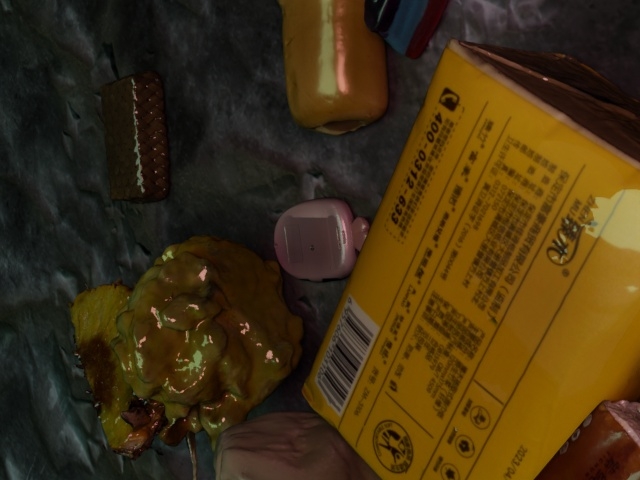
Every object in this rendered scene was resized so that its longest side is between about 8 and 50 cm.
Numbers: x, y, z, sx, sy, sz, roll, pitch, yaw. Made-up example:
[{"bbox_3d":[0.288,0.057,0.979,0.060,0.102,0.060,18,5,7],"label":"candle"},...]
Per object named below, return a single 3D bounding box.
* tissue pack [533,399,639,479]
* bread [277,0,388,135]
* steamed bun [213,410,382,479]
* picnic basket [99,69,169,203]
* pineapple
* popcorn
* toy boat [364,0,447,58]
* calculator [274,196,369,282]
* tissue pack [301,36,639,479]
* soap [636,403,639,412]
[{"bbox_3d":[0.216,0.237,0.728,0.226,0.183,0.092,-55,35,20],"label":"tissue pack"},{"bbox_3d":[0.009,-0.208,1.099,0.134,0.085,0.173,-5,91,46],"label":"bread"},{"bbox_3d":[0.038,0.331,1.013,0.368,0.255,0.342,58,149,8],"label":"steamed bun"},{"bbox_3d":[-0.275,-0.150,1.419,0.110,0.055,0.193,-3,91,46],"label":"picnic basket"},{"bbox_3d":[-0.230,0.167,1.351,0.161,0.158,0.334,-48,36,12],"label":"pineapple"},{"bbox_3d":[-0.144,0.127,1.195,0.192,0.233,0.266,-19,63,55],"label":"popcorn"},{"bbox_3d":[0.110,-0.386,0.991,0.136,0.079,0.392,24,109,43],"label":"toy boat"},{"bbox_3d":[0.000,0.000,1.179,0.166,0.024,0.103,-8,89,47],"label":"calculator"},{"bbox_3d":[0.187,0.055,0.852,0.293,0.228,0.382,42,124,36],"label":"tissue pack"},{"bbox_3d":[0.364,0.158,0.652,0.218,0.273,0.098,50,121,29],"label":"soap"}]
